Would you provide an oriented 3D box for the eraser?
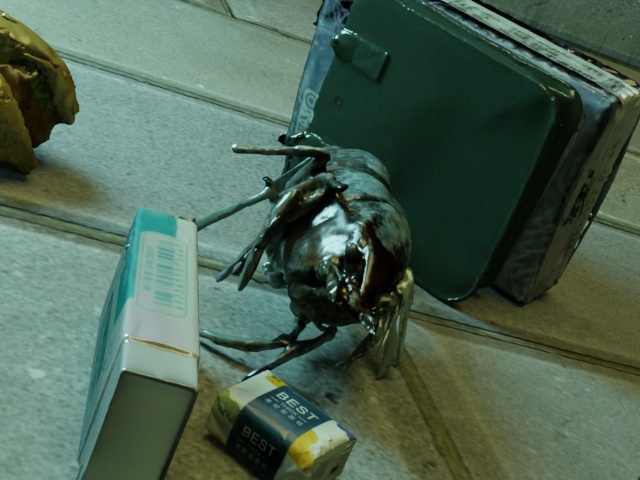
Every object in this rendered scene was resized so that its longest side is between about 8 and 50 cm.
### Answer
[{"bbox_3d":[-0.114,0.066,0.753,0.052,0.095,0.225,18,22,-14],"label":"eraser"}]

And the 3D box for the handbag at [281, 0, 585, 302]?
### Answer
[{"bbox_3d":[0.099,-0.097,1.152,0.260,0.247,0.079,34,29,21],"label":"handbag"}]

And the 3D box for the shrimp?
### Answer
[{"bbox_3d":[0.003,-0.001,0.967,0.221,0.166,0.410,48,23,-13],"label":"shrimp"}]

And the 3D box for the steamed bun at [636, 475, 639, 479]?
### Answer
[{"bbox_3d":[0.283,0.247,0.631,0.301,0.199,0.251,22,37,20],"label":"steamed bun"}]

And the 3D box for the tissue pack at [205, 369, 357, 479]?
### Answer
[{"bbox_3d":[-0.026,0.128,0.774,0.083,0.042,0.062,33,26,24],"label":"tissue pack"}]

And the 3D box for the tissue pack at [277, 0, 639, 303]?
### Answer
[{"bbox_3d":[0.137,-0.127,1.254,0.361,0.259,0.122,33,34,25],"label":"tissue pack"}]

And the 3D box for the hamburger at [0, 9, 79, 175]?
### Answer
[{"bbox_3d":[-0.337,-0.178,1.015,0.262,0.131,0.124,26,59,8],"label":"hamburger"}]
